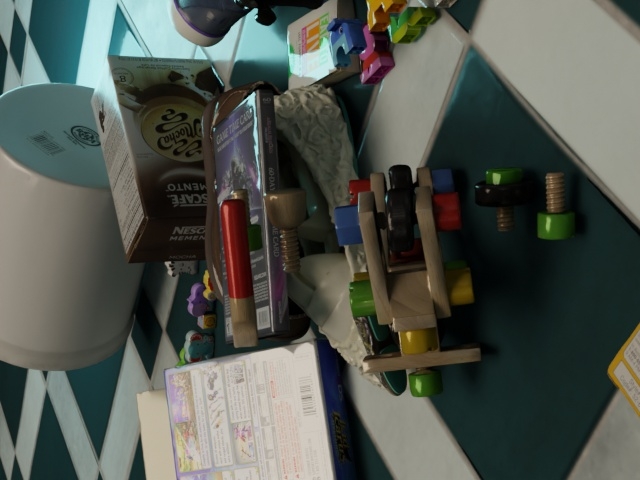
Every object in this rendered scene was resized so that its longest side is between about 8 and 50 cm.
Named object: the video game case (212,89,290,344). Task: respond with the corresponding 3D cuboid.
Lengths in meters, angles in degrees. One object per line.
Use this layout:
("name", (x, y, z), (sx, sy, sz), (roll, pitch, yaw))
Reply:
("video game case", (-0.085, -0.020, 1.417), (0.196, 0.026, 0.274), (158, 110, -69))

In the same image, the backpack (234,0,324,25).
("backpack", (-0.037, -0.422, 1.365), (0.276, 0.213, 0.263), (54, 145, 33))

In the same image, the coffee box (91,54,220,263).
("coffee box", (-0.219, -0.121, 1.768), (0.119, 0.168, 0.297), (-57, 44, 49))

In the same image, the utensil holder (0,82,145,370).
("utensil holder", (-0.440, -0.028, 2.050), (0.327, 0.327, 0.385), (58, 138, 42))

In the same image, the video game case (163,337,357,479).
("video game case", (-0.076, 0.278, 1.553), (0.244, 0.061, 0.269), (-13, 79, 29))

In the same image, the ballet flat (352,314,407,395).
("ballet flat", (0.062, 0.115, 1.313), (0.041, 0.041, 0.114), (-14, 94, 61))

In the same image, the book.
("book", (0.001, -0.240, 1.504), (0.144, 0.035, 0.096), (-15, 76, 63))

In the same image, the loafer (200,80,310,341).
("loafer", (-0.079, -0.049, 1.559), (0.130, 0.134, 0.366), (-44, 56, 55))

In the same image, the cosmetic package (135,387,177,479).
("cosmetic package", (-0.162, 0.360, 1.712), (0.113, 0.160, 0.309), (-11, 81, 18))

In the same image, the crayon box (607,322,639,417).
("crayon box", (0.349, 0.060, 0.831), (0.203, 0.083, 0.323), (62, 144, 37))

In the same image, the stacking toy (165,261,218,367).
("stacking toy", (-0.189, 0.131, 1.875), (0.167, 0.052, 0.221), (24, 115, 59))

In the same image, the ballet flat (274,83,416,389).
("ballet flat", (0.000, 0.000, 1.424), (0.147, 0.147, 0.409), (-51, 50, 52))

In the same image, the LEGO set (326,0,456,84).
("LEGO set", (0.067, -0.265, 1.315), (0.227, 0.087, 0.093), (-40, 59, 55))

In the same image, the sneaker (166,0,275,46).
("sneaker", (-0.136, -0.450, 1.652), (0.236, 0.130, 0.323), (-44, 50, 43))

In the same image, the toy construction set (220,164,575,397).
("toy construction set", (0.055, 0.057, 1.178), (0.257, 0.309, 0.237), (-160, 64, -68))
